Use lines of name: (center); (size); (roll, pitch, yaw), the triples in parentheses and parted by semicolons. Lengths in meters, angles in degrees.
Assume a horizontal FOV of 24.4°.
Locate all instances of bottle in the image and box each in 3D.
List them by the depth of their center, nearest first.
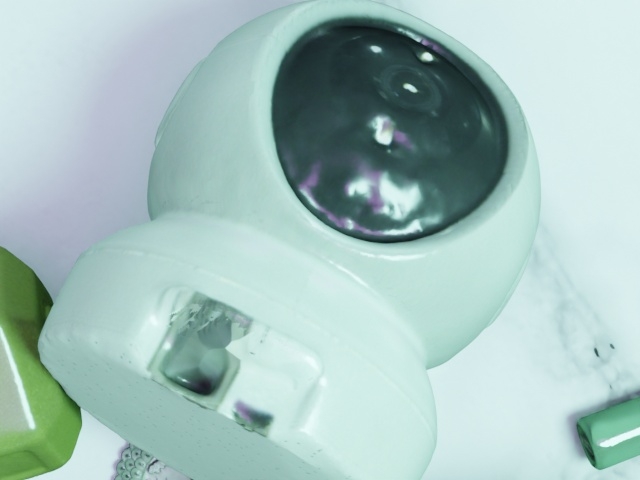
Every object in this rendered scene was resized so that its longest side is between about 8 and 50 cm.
bottle: (0.185, 0.099, 0.816); (0.083, 0.030, 0.030); (-20, 98, -4)

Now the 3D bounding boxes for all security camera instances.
security camera: (0.000, 0.000, 0.706); (0.194, 0.194, 0.236); (33, 68, -8)

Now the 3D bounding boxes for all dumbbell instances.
dumbbell: (-0.273, 0.096, 0.736); (0.302, 0.121, 0.108); (-17, 69, -2)

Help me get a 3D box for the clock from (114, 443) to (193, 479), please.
clock: (-0.071, 0.130, 0.806); (0.083, 0.010, 0.074); (-12, 97, -3)
